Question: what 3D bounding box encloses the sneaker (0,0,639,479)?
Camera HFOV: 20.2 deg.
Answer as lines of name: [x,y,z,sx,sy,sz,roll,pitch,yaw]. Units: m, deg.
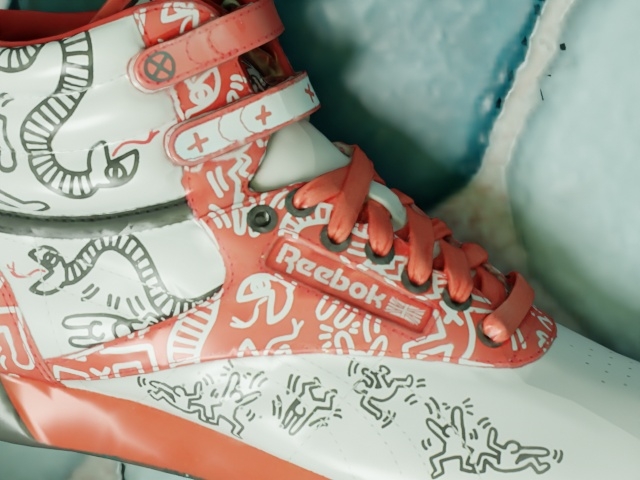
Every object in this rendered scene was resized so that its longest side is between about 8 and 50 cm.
sneaker: [-0.001,0.000,0.548,0.270,0.090,0.145,9,107,13]
